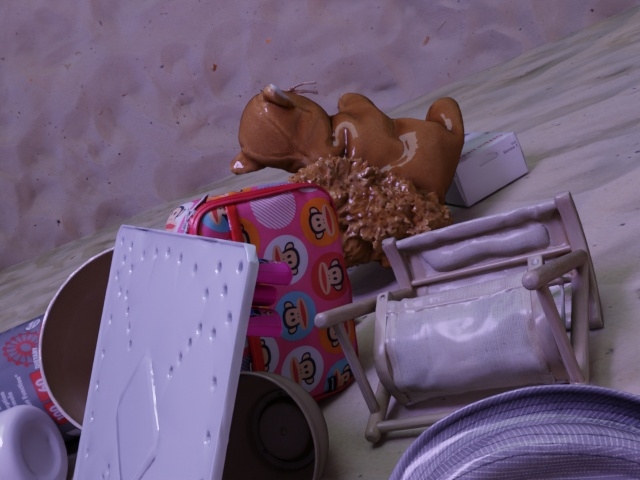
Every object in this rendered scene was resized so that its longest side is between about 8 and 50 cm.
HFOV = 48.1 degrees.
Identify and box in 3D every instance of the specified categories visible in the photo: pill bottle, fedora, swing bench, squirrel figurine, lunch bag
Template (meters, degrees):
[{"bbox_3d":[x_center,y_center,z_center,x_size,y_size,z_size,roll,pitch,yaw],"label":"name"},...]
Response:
[{"bbox_3d":[-0.516,0.348,1.038,0.264,0.146,0.146,-22,17,9],"label":"pill bottle"},{"bbox_3d":[0.135,0.193,0.424,0.275,0.124,0.244,-6,61,26],"label":"fedora"},{"bbox_3d":[0.174,0.082,0.833,0.253,0.165,0.254,-16,14,31],"label":"swing bench"},{"bbox_3d":[-0.519,0.262,1.194,0.363,0.210,0.210,-24,17,8],"label":"pill bottle"},{"bbox_3d":[0.035,-0.123,1.247,0.281,0.370,0.397,-53,23,37],"label":"squirrel figurine"},{"bbox_3d":[-0.088,0.078,0.919,0.258,0.293,0.120,-14,8,-35],"label":"lunch bag"}]

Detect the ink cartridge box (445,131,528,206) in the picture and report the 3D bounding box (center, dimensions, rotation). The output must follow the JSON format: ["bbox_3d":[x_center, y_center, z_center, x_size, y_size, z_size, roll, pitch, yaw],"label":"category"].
[{"bbox_3d":[0.291,-0.151,1.470,0.160,0.093,0.219,-30,18,-13],"label":"ink cartridge box"}]

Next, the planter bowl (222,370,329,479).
[{"bbox_3d":[-0.058,0.218,0.792,0.162,0.162,0.109,-19,-8,20],"label":"planter bowl"}]

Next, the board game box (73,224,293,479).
[{"bbox_3d":[-0.164,0.187,0.721,0.050,0.390,0.390,11,-2,-30],"label":"board game box"}]

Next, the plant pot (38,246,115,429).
[{"bbox_3d":[-0.243,0.164,1.071,0.284,0.284,0.191,-28,-18,-9],"label":"plant pot"}]
